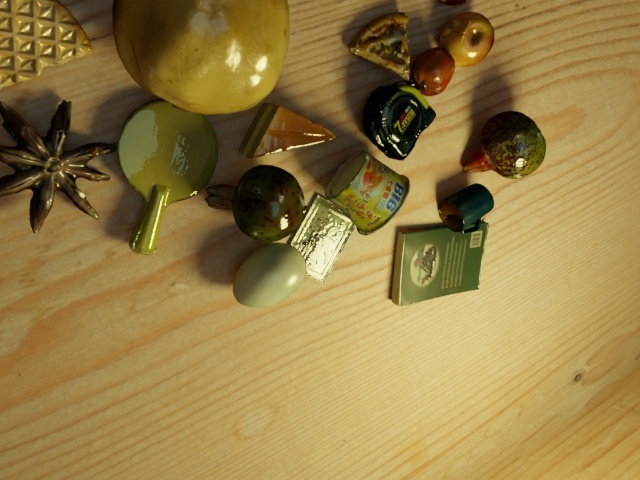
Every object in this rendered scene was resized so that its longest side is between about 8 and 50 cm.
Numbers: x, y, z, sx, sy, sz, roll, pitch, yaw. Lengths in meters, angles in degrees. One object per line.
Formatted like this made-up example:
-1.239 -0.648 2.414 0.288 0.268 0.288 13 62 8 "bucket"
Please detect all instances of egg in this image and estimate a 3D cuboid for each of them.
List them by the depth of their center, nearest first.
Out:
-0.137 0.094 1.149 0.209 0.151 0.151 -33 120 -6 "egg"

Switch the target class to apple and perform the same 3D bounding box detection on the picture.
0.406 -0.552 1.195 0.147 0.146 0.146 -9 112 -23 "apple"

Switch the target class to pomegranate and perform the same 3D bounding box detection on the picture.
-0.218 -0.396 0.836 0.333 0.333 0.332 -9 112 -23 "pomegranate"
-0.155 -0.093 1.058 0.248 0.202 0.201 6 107 -1 "pomegranate"
0.561 -0.280 1.355 0.248 0.214 0.214 -24 125 26 "pomegranate"

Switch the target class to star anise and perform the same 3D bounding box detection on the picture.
-0.552 -0.152 0.893 0.289 0.088 0.287 -13 111 -36 "star anise"

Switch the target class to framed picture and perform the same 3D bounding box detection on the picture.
0.000 0.000 1.263 0.173 0.010 0.231 25 96 -31 "framed picture"

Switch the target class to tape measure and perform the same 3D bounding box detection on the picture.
0.205 -0.339 1.186 0.186 0.112 0.199 38 83 -39 "tape measure"

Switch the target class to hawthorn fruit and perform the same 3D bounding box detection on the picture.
0.307 -0.462 1.189 0.128 0.128 0.127 -9 112 -23 "hawthorn fruit"

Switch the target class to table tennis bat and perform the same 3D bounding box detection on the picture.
-0.367 -0.141 1.010 0.224 0.054 0.368 12 100 -36 "table tennis bat"

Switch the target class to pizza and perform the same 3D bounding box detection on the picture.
0.170 -0.490 1.118 0.185 0.036 0.176 -25 89 -10 "pizza"

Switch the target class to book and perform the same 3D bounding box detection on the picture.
0.412 0.075 1.480 0.372 0.043 0.260 -6 108 -26 "book"

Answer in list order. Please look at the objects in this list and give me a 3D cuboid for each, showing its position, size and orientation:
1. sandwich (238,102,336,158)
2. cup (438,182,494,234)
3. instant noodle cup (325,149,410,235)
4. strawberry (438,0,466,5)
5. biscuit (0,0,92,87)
-0.081 -0.242 1.076 0.188 0.117 0.144 19 102 -32 "sandwich"
0.471 -0.099 1.411 0.138 0.113 0.150 -29 148 -16 "cup"
0.118 -0.140 1.177 0.153 0.205 0.204 37 90 -21 "instant noodle cup"
0.336 -0.700 1.133 0.140 0.085 0.192 -35 122 -13 "strawberry"
-0.617 -0.383 0.802 0.309 0.040 0.204 -31 119 -14 "biscuit"
